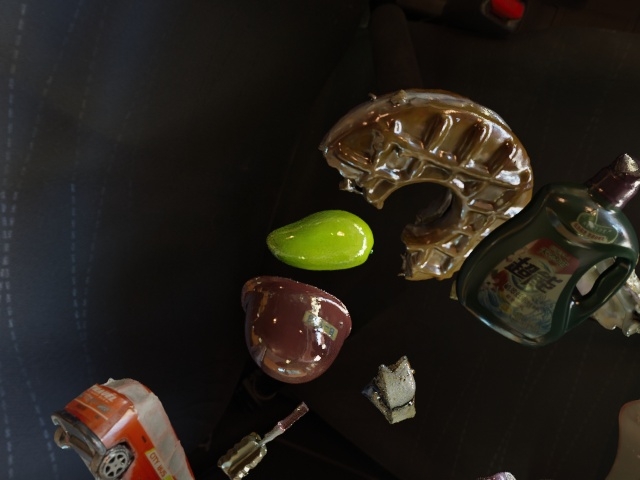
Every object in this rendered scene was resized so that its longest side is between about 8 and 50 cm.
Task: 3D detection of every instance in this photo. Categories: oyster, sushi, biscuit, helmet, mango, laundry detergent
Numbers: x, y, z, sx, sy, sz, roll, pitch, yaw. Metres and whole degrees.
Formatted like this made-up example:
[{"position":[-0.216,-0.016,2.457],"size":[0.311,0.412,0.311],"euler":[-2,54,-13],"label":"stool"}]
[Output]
[{"position":[0.381,0.033,0.577],"size":[0.081,0.191,0.163],"euler":[-27,51,10],"label":"oyster"},{"position":[0.207,0.407,1.191],"size":[0.134,0.273,0.109],"euler":[-4,55,-12],"label":"sushi"},{"position":[0.184,-0.087,0.707],"size":[0.268,0.115,0.366],"euler":[-24,131,21],"label":"biscuit"},{"position":[-0.100,0.310,1.395],"size":[0.385,0.230,0.337],"euler":[40,130,-24],"label":"helmet"},{"position":[0.000,0.000,1.435],"size":[0.343,0.156,0.192],"euler":[-3,85,-12],"label":"mango"},{"position":[0.257,0.013,0.473],"size":[0.144,0.078,0.222],"euler":[33,122,-2],"label":"laundry detergent"}]

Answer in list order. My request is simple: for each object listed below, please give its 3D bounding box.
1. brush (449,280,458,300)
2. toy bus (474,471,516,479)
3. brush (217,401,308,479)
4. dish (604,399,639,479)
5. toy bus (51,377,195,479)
[{"position":[0.424,0.127,1.110],"size":[0.103,0.233,0.047],"euler":[23,106,41],"label":"brush"},{"position":[0.372,0.629,1.031],"size":[0.142,0.202,0.142],"euler":[-56,43,39],"label":"toy bus"},{"position":[-0.149,0.538,1.214],"size":[0.301,0.071,0.084],"euler":[-43,81,7],"label":"brush"},{"position":[0.378,0.187,0.416],"size":[0.077,0.151,0.212],"euler":[42,136,16],"label":"dish"},{"position":[-0.173,0.204,0.416],"size":[0.079,0.077,0.174],"euler":[11,123,33],"label":"toy bus"}]
